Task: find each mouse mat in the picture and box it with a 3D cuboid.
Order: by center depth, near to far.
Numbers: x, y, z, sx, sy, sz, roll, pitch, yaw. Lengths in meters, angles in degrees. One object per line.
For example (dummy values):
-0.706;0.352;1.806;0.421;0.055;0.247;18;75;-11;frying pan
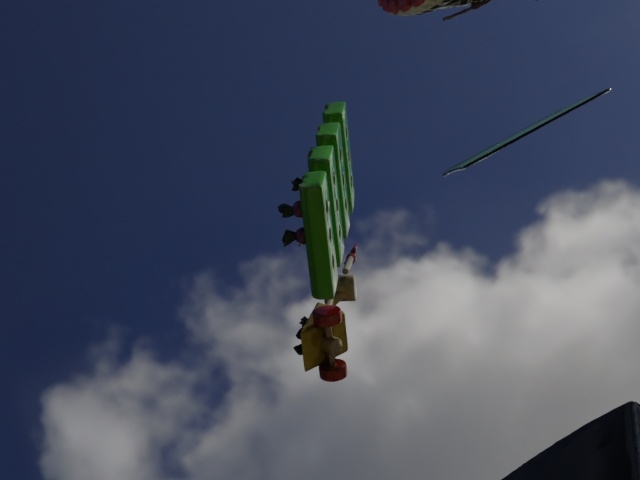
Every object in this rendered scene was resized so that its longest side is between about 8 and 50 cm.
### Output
0.192;-0.101;1.327;0.152;0.189;0.007;-28;-88;-1;mouse mat

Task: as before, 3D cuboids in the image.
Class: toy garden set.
0.000;0.000;1.349;0.049;0.244;0.204;-3;-68;8;toy garden set

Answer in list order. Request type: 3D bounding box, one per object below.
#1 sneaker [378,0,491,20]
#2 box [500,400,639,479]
0.148;-0.235;1.129;0.112;0.299;0.121;13;-95;-31;sneaker
0.170;0.189;0.581;0.207;0.153;0.108;29;-49;-23;box
